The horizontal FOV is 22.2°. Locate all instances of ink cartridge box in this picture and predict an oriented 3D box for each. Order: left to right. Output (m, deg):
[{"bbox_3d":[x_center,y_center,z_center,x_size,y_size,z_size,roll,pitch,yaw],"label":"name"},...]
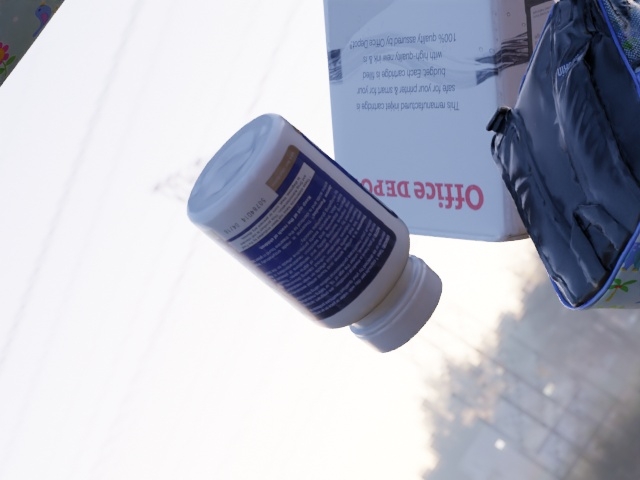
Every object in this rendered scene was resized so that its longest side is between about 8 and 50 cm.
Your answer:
[{"bbox_3d":[0.098,-0.145,1.093,0.115,0.198,0.273,-9,-81,-31],"label":"ink cartridge box"}]

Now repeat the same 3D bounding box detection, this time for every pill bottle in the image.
[{"bbox_3d":[0.000,0.000,0.779,0.067,0.120,0.067,-41,23,21],"label":"pill bottle"}]

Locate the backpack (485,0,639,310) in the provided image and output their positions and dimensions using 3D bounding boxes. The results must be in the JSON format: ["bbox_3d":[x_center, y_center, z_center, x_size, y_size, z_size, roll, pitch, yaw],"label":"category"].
[{"bbox_3d":[0.127,-0.032,0.637,0.105,0.084,0.114,112,155,-44],"label":"backpack"}]

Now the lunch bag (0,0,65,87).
[{"bbox_3d":[-0.308,-0.263,1.265,0.223,0.160,0.262,-51,-36,5],"label":"lunch bag"}]
